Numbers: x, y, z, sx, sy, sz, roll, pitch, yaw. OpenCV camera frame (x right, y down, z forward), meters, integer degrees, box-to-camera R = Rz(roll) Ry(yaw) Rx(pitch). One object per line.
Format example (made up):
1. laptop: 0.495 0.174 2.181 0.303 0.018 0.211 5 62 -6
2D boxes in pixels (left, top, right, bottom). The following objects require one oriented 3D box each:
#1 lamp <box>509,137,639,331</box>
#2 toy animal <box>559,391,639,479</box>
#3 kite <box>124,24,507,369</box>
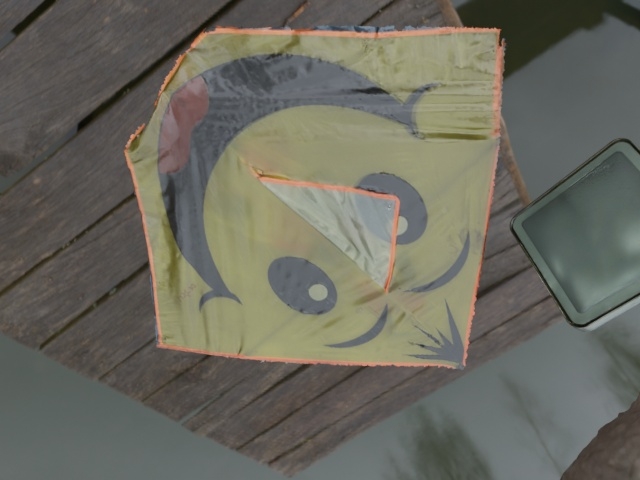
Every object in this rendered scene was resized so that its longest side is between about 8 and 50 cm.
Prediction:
1. lamp: 0.503 -0.012 0.912 0.047 0.269 0.266 22 128 -39
2. toy animal: 0.324 0.279 0.445 0.188 0.226 0.359 -12 131 -33
3. kite: 0.000 -0.001 0.397 0.327 0.013 0.377 41 113 -11
